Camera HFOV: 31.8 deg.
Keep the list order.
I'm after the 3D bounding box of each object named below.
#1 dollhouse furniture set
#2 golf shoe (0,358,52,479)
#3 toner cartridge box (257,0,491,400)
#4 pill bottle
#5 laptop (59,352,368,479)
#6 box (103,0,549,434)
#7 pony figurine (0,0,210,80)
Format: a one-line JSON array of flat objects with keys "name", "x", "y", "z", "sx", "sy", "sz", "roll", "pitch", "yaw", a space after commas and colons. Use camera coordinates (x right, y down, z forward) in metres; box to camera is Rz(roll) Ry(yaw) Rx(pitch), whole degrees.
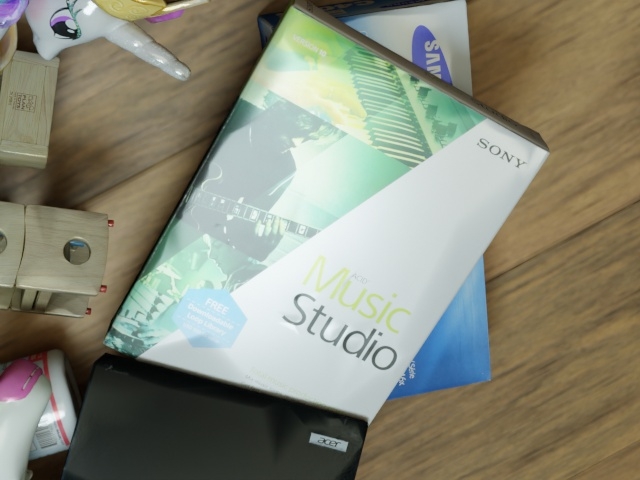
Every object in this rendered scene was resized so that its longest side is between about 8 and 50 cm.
[{"name": "dollhouse furniture set", "x": -0.235, "y": -0.042, "z": 0.906, "sx": 0.129, "sy": 0.129, "sz": 0.183, "roll": 8, "pitch": 76, "yaw": -16}, {"name": "golf shoe", "x": -0.261, "y": 0.239, "z": 0.869, "sx": 0.140, "sy": 0.115, "sz": 0.306, "roll": 27, "pitch": 98, "yaw": -6}, {"name": "toner cartridge box", "x": 0.051, "y": -0.031, "z": 0.981, "sx": 0.165, "sy": 0.075, "sz": 0.347, "roll": -11, "pitch": 110, "yaw": -10}, {"name": "pill bottle", "x": -0.287, "y": 0.154, "z": 0.957, "sx": 0.160, "sy": 0.087, "sz": 0.087, "roll": -15, "pitch": 111, "yaw": -8}, {"name": "laptop", "x": -0.112, "y": 0.250, "z": 0.969, "sx": 0.234, "sy": 0.136, "sz": 0.264, "roll": 16, "pitch": 138, "yaw": -6}, {"name": "box", "x": 0.000, "y": 0.000, "z": 0.906, "sx": 0.232, "sy": 0.058, "sz": 0.322, "roll": 27, "pitch": 107, "yaw": -11}, {"name": "pony figurine", "x": -0.283, "y": -0.212, "z": 0.744, "sx": 0.363, "sy": 0.303, "sz": 0.351, "roll": -21, "pitch": 98, "yaw": 21}]
